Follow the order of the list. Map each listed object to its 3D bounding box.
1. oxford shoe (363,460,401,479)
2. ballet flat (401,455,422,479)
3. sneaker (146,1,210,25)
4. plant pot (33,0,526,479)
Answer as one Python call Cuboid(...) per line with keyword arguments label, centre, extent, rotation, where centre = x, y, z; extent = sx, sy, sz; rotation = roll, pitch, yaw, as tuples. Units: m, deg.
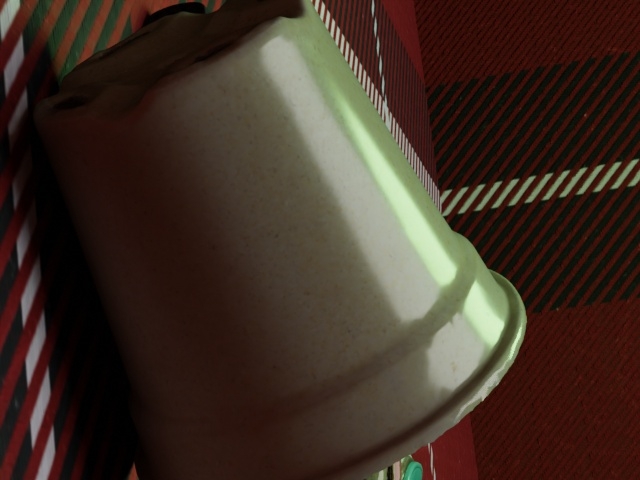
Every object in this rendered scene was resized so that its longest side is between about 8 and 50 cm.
Cuboid(label="oxford shoe", centre=(-0.003, 0.267, 1.609), extent=(0.130, 0.123, 0.348), rotation=(14, 69, -45))
Cuboid(label="ballet flat", centre=(0.062, 0.331, 1.952), extent=(0.400, 0.139, 0.139), rotation=(59, 24, -71))
Cuboid(label="sneaker", centre=(-0.121, -0.136, 1.483), extent=(0.235, 0.084, 0.097), rotation=(-83, 163, -56))
Cuboid(label="plant pot", centre=(-0.054, -0.013, 1.216), extent=(0.334, 0.333, 0.305), rotation=(-77, 144, -64))
